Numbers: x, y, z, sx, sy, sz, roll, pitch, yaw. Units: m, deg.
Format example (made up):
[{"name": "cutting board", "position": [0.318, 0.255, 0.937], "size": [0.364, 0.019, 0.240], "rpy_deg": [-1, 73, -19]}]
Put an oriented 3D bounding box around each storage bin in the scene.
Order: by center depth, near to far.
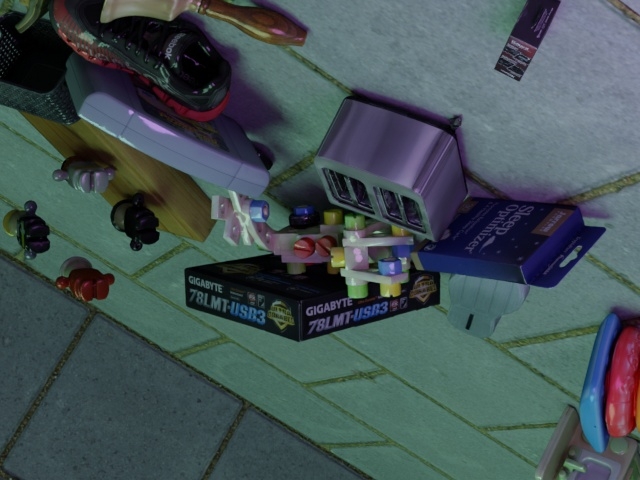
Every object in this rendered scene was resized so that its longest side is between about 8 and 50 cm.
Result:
[{"name": "storage bin", "position": [-0.425, -0.262, 1.988], "size": [0.180, 0.122, 0.084], "rpy_deg": [19, 158, 28]}]

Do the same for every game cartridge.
[{"name": "game cartridge", "position": [-0.211, -0.161, 1.836], "size": [0.294, 0.060, 0.196], "rpy_deg": [24, -158, -29]}]

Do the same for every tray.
[{"name": "tray", "position": [-0.357, -0.148, 2.260], "size": [0.202, 0.076, 0.411], "rpy_deg": [14, 155, 36]}]

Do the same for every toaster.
[{"name": "toaster", "position": [0.095, -0.096, 1.699], "size": [0.168, 0.110, 0.186], "rpy_deg": [20, 159, 21]}]

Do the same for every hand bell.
[{"name": "hand bell", "position": [-0.132, -0.285, 1.595], "size": [0.242, 0.126, 0.126], "rpy_deg": [18, 162, -9]}]

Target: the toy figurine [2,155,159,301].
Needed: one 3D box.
[{"name": "toy figurine", "position": [-0.402, -0.024, 2.216], "size": [0.209, 0.213, 0.148], "rpy_deg": [43, 173, -28]}]

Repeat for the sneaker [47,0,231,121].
[{"name": "sneaker", "position": [-0.232, -0.263, 1.753], "size": [0.276, 0.098, 0.135], "rpy_deg": [31, 161, -12]}]

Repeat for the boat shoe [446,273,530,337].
[{"name": "boat shoe", "position": [0.241, 0.056, 1.899], "size": [0.109, 0.094, 0.302], "rpy_deg": [22, 162, 3]}]

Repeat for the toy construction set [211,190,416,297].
[{"name": "toy construction set", "position": [0.000, 0.000, 1.937], "size": [0.327, 0.151, 0.215], "rpy_deg": [15, -162, 18]}]

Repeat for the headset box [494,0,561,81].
[{"name": "headset box", "position": [0.209, -0.208, 1.324], "size": [0.032, 0.062, 0.083], "rpy_deg": [27, 160, 3]}]

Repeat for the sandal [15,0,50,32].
[{"name": "sandal", "position": [-0.393, -0.344, 1.827], "size": [0.049, 0.072, 0.180], "rpy_deg": [48, 157, -7]}]

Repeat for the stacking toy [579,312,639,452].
[{"name": "stacking toy", "position": [0.532, 0.217, 1.859], "size": [0.301, 0.166, 0.175], "rpy_deg": [7, 142, 23]}]

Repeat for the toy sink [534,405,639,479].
[{"name": "toy sink", "position": [0.500, 0.429, 2.399], "size": [0.131, 0.153, 0.234], "rpy_deg": [17, 157, 30]}]

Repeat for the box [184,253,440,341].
[{"name": "box", "position": [-0.014, 0.074, 2.067], "size": [0.293, 0.073, 0.295], "rpy_deg": [-12, -164, -39]}]

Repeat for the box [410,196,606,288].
[{"name": "box", "position": [0.242, -0.001, 1.694], "size": [0.225, 0.136, 0.036], "rpy_deg": [9, 131, 46]}]

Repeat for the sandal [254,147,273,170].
[{"name": "sandal", "position": [-0.136, -0.120, 2.067], "size": [0.067, 0.040, 0.179], "rpy_deg": [40, 158, -29]}]
